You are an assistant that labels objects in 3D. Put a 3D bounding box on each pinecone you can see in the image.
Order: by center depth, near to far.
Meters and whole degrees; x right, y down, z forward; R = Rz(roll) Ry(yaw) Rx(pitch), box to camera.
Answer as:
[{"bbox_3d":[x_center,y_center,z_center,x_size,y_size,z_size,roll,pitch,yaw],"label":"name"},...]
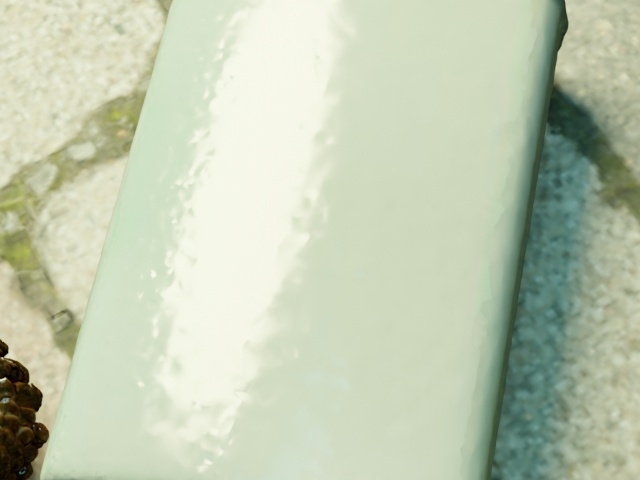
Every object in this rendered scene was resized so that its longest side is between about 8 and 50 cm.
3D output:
[{"bbox_3d":[-0.162,0.078,0.802,0.077,0.077,0.083,-20,27,-5],"label":"pinecone"}]

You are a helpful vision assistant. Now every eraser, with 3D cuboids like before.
[{"bbox_3d":[0.000,0.000,0.809,0.189,0.104,0.290,10,63,6],"label":"eraser"}]
